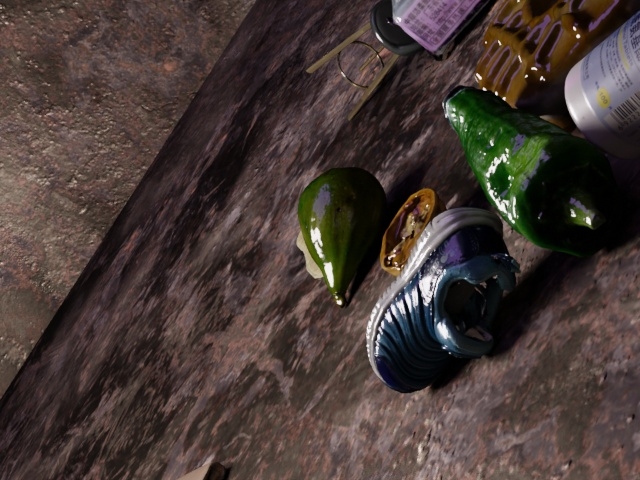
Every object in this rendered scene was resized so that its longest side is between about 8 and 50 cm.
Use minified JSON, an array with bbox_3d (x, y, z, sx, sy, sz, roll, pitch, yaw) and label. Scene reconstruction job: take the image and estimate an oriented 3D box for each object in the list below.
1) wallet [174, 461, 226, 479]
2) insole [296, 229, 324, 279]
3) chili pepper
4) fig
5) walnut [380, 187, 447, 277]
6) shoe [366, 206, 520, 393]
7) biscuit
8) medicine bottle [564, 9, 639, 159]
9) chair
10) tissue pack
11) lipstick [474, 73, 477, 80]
[{"bbox_3d":[-0.178,0.332,1.994,0.152,0.039,0.118,-33,26,54],"label":"wallet"},{"bbox_3d":[0.000,0.000,2.175,0.081,0.011,0.248,-56,15,4],"label":"insole"},{"bbox_3d":[0.198,-0.058,1.471,0.099,0.136,0.270,-22,21,-2],"label":"chili pepper"},{"bbox_3d":[0.021,-0.006,1.969,0.117,0.117,0.177,-36,35,52],"label":"fig"},{"bbox_3d":[0.111,-0.001,1.753,0.091,0.052,0.121,-42,22,38],"label":"walnut"},{"bbox_3d":[0.116,0.069,1.510,0.207,0.091,0.106,-62,36,33],"label":"shoe"},{"bbox_3d":[0.282,-0.250,1.642,0.332,0.103,0.332,-50,17,20],"label":"biscuit"},{"bbox_3d":[0.302,-0.155,1.377,0.186,0.103,0.103,-41,21,46],"label":"medicine bottle"},{"bbox_3d":[0.073,-0.276,2.357,0.221,0.095,0.104,-36,37,51],"label":"chair"},{"bbox_3d":[0.234,-0.444,2.174,0.361,0.122,0.259,-47,19,26],"label":"tissue pack"},{"bbox_3d":[0.227,-0.239,1.910,0.131,0.038,0.038,-60,15,-14],"label":"lipstick"}]
